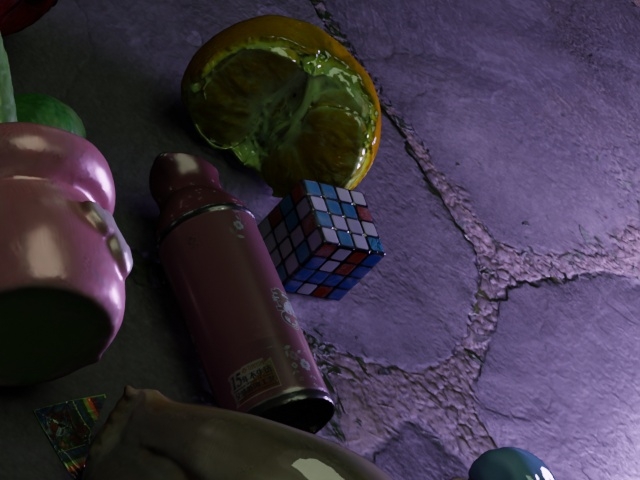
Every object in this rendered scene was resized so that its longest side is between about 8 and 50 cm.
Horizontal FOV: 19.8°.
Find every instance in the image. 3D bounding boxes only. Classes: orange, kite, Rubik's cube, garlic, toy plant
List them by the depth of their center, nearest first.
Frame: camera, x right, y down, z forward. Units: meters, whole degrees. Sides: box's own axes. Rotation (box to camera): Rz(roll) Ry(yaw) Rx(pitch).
[{"bbox_3d":[-0.047,0.286,1.620,0.340,0.246,0.231,31,70,-21],"label":"garlic"},{"bbox_3d":[-0.226,0.177,1.698,0.090,0.004,0.122,33,37,-14],"label":"kite"},{"bbox_3d":[-0.291,-0.038,1.704,0.317,0.211,0.356,54,10,-55],"label":"toy plant"},{"bbox_3d":[0.000,0.000,2.028,0.092,0.092,0.092,11,47,-38],"label":"Rubik's cube"},{"bbox_3d":[-0.036,-0.160,2.081,0.237,0.179,0.158,34,39,-12],"label":"orange"}]

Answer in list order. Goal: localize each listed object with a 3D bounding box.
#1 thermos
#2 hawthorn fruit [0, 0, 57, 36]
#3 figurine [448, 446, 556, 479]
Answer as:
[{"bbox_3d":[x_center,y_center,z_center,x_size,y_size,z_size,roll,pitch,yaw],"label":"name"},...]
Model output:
[{"bbox_3d":[-0.085,0.051,1.876,0.136,0.109,0.330,5,51,-42],"label":"thermos"},{"bbox_3d":[-0.383,-0.347,1.851,0.311,0.295,0.295,31,37,-12],"label":"hawthorn fruit"},{"bbox_3d":[0.271,0.298,1.916,0.260,0.102,0.205,24,5,26],"label":"figurine"}]
